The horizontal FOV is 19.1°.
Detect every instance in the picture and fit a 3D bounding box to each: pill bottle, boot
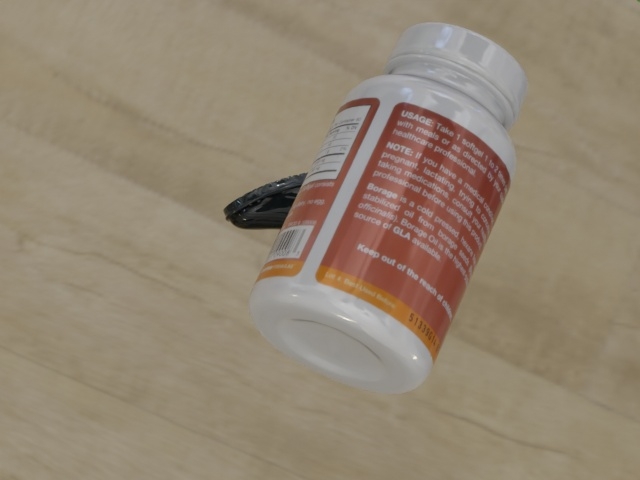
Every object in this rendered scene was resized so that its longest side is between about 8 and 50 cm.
[{"bbox_3d":[0.050,-0.023,1.186,0.121,0.121,0.216,32,67,-14],"label":"pill bottle"},{"bbox_3d":[0.000,0.000,1.398,0.121,0.045,0.099,-18,80,-22],"label":"boot"}]
